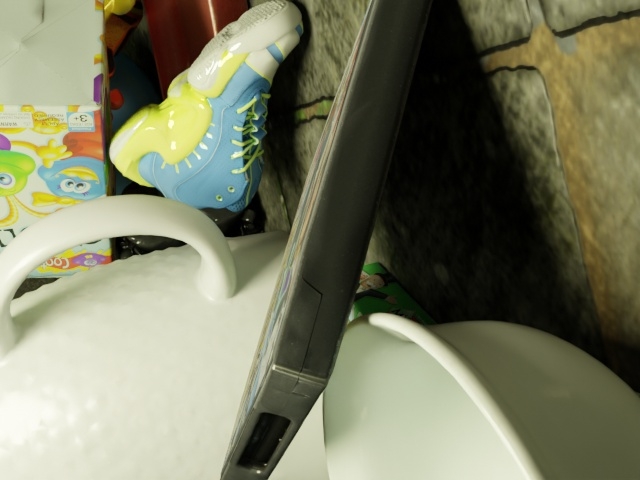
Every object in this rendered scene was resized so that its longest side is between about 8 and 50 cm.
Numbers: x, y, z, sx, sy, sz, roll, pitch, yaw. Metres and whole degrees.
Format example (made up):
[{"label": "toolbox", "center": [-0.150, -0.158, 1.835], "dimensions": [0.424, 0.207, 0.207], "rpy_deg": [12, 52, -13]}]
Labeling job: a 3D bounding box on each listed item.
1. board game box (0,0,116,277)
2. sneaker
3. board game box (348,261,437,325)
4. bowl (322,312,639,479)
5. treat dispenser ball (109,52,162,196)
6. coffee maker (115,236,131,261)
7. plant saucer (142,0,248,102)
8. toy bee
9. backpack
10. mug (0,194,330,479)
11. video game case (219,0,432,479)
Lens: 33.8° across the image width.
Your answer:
[{"label": "board game box", "center": [-0.273, -0.093, 1.015], "dimensions": [0.275, 0.142, 0.144], "rpy_deg": [103, 163, -56]}, {"label": "sneaker", "center": [-0.073, -0.103, 0.911], "dimensions": [0.126, 0.091, 0.240], "rpy_deg": [45, 131, -16]}, {"label": "board game box", "center": [0.079, 0.203, 0.824], "dimensions": [0.213, 0.046, 0.317], "rpy_deg": [-131, 30, -53]}, {"label": "bowl", "center": [0.120, 0.163, 0.537], "dimensions": [0.298, 0.134, 0.298], "rpy_deg": [165, 90, -72]}, {"label": "treat dispenser ball", "center": [-0.340, -0.127, 1.365], "dimensions": [0.288, 0.288, 0.288], "rpy_deg": [164, 90, -71]}, {"label": "coffee maker", "center": [-0.302, 0.034, 1.575], "dimensions": [0.120, 0.171, 0.178], "rpy_deg": [77, 172, -70]}, {"label": "plant saucer", "center": [-0.124, -0.233, 1.041], "dimensions": [0.258, 0.047, 0.259], "rpy_deg": [-145, 41, -61]}, {"label": "toy bee", "center": [-0.270, -0.196, 1.147], "dimensions": [0.162, 0.298, 0.195], "rpy_deg": [42, 146, -3]}, {"label": "backpack", "center": [-0.146, -0.026, 1.159], "dimensions": [0.182, 0.152, 0.115], "rpy_deg": [105, 151, -78]}, {"label": "mug", "center": [-0.170, 0.115, 0.951], "dimensions": [0.276, 0.328, 0.374], "rpy_deg": [-111, 15, -47]}, {"label": "video game case", "center": [0.000, 0.000, 0.661], "dimensions": [0.248, 0.035, 0.275], "rpy_deg": [114, 173, -62]}]
